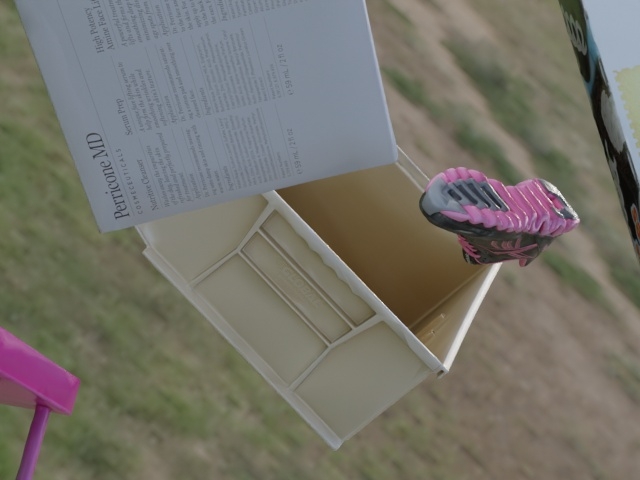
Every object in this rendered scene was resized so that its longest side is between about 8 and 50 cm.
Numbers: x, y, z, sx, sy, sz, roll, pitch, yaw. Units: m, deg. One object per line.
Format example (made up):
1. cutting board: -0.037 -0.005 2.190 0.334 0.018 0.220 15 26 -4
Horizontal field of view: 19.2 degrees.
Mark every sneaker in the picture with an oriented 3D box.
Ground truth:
1. sneaker: 0.094 -0.006 1.064 0.119 0.057 0.047 7 43 -45

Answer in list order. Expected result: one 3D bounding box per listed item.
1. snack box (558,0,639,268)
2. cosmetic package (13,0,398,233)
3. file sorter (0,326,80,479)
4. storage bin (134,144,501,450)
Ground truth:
1. snack box: 0.244 -0.046 0.955 0.060 0.187 0.322 82 -4 -64
2. cosmetic package: -0.048 -0.113 0.523 0.060 0.099 0.239 -105 -179 -45
3. file sorter: -0.261 0.095 0.781 0.202 0.182 0.290 9 -15 15
4. storage bin: 0.000 0.000 1.562 0.260 0.123 0.262 47 24 -4
